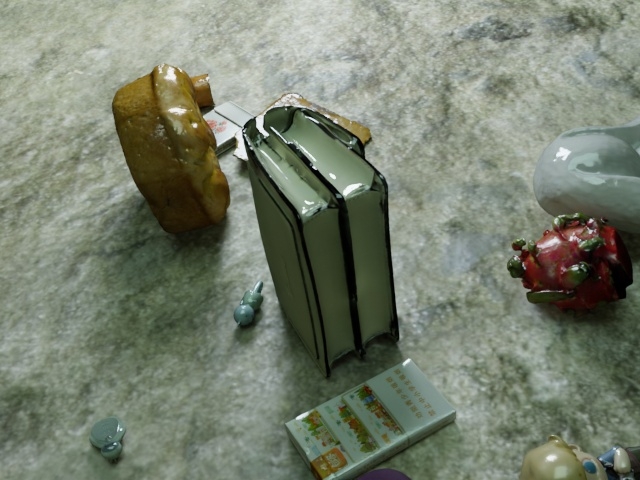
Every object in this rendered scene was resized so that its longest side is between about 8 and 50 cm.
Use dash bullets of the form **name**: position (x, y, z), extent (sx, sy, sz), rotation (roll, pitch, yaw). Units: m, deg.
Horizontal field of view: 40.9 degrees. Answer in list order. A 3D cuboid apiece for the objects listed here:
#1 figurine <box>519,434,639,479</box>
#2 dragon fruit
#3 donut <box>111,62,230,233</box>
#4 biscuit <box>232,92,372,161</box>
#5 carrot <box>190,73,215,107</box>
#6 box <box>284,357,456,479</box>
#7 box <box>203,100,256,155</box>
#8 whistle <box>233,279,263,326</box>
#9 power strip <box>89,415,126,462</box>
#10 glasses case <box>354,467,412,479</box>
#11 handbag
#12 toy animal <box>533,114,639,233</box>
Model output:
- **figurine**: position (0.356, 0.315, 1.115), extent (0.196, 0.114, 0.108), rotation (-3, 19, -11)
- **dragon fruit**: position (0.390, 0.042, 1.350), extent (0.172, 0.166, 0.160), rotation (-21, 80, 28)
- **donut**: position (-0.265, -0.166, 1.563), extent (0.150, 0.299, 0.317), rotation (-23, 17, -1)
- **biscuit**: position (-0.046, -0.204, 1.741), extent (0.232, 0.013, 0.237), rotation (30, 53, 23)
- **carrot**: position (-0.335, -0.310, 1.870), extent (0.205, 0.072, 0.072), rotation (-11, 44, -1)
- **box**: position (0.073, 0.264, 1.246), extent (0.220, 0.032, 0.122), rotation (-24, 47, -19)
- **box**: position (-0.230, -0.219, 1.788), extent (0.198, 0.029, 0.109), rotation (-36, 51, -26)
- **whistle**: position (-0.117, 0.105, 1.431), extent (0.035, 0.035, 0.100), rotation (10, 45, 17)
- **power strip**: position (-0.311, 0.295, 1.267), extent (0.055, 0.035, 0.083), rotation (-19, 32, -13)
- **glasses case**: position (0.134, 0.412, 1.050), extent (0.123, 0.075, 0.316), rotation (-28, 48, -21)
- **handbag**: position (0.000, 0.000, 1.294), extent (0.160, 0.358, 0.236), rotation (-27, 48, -17)
- **toy animal**: position (0.498, -0.109, 1.460), extent (0.265, 0.206, 0.271), rotation (2, 47, 4)
